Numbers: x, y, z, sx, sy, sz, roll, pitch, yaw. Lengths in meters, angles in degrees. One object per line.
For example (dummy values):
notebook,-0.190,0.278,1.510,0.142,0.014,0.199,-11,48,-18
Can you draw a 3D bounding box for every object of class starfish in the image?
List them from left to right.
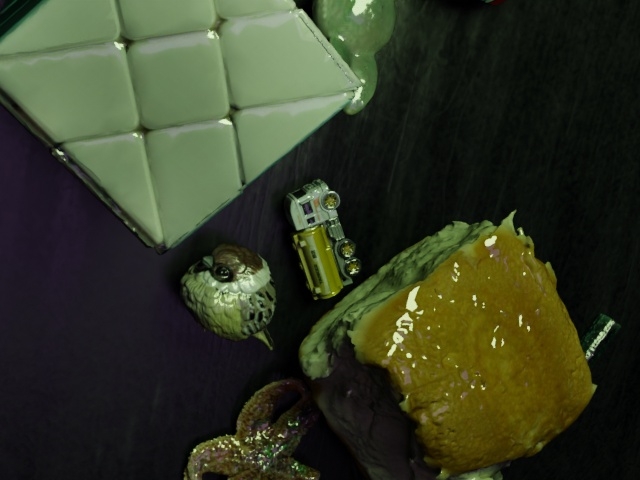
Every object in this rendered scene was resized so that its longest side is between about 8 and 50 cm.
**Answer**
starfish,-0.068,0.242,1.111,0.150,0.053,0.210,21,95,-8

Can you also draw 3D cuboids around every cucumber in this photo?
cucumber,0.315,0.150,1.226,0.032,0.032,0.133,38,87,-20

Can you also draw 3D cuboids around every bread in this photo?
bread,0.130,0.141,1.054,0.250,0.225,0.279,-38,106,-25

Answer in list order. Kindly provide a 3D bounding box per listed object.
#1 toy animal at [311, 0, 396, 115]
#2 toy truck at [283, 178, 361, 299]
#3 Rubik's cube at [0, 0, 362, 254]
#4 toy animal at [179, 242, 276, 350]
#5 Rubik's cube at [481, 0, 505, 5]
toy animal,0.036,-0.253,1.019,0.127,0.125,0.251,20,87,-1
toy truck,0.000,0.000,1.084,0.063,0.052,0.123,-21,106,-8
Rubik's cube,-0.134,-0.168,0.879,0.231,0.224,0.221,-38,116,8
toy animal,-0.079,0.058,1.047,0.137,0.098,0.098,32,87,-34
Rubik's cube,0.183,-0.315,1.063,0.133,0.133,0.112,-19,81,-15
